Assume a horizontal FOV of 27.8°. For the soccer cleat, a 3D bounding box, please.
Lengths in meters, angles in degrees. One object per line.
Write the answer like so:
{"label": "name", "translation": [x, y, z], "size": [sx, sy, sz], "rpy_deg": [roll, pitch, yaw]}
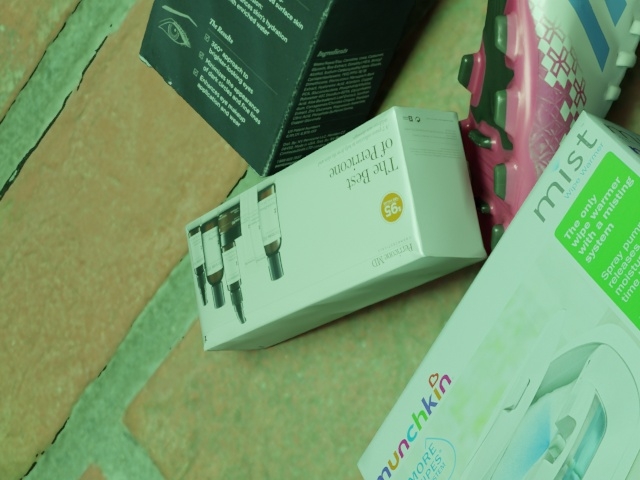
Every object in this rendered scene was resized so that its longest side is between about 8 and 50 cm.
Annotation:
{"label": "soccer cleat", "translation": [0.161, -0.134, 0.790], "size": [0.116, 0.143, 0.331], "rpy_deg": [-133, 42, -73]}

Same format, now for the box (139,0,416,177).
{"label": "box", "translation": [-0.031, -0.155, 0.898], "size": [0.156, 0.093, 0.158], "rpy_deg": [45, 131, 28]}

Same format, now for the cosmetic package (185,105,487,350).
{"label": "cosmetic package", "translation": [0.000, 0.000, 0.863], "size": [0.239, 0.060, 0.098], "rpy_deg": [-27, 70, 47]}

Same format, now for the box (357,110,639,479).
{"label": "box", "translation": [0.164, 0.103, 0.685], "size": [0.262, 0.127, 0.231], "rpy_deg": [-60, 29, 19]}
